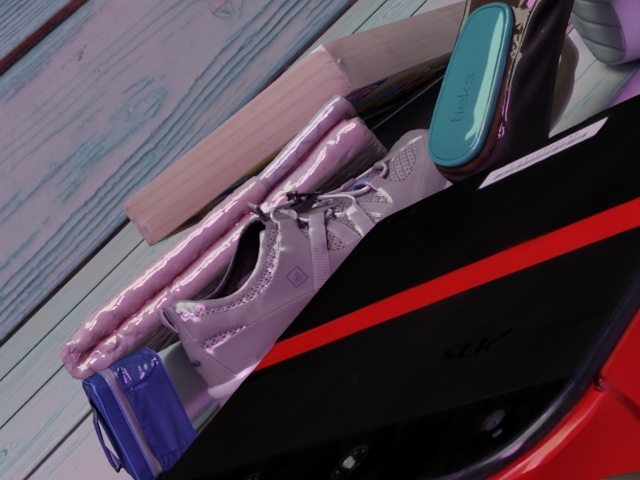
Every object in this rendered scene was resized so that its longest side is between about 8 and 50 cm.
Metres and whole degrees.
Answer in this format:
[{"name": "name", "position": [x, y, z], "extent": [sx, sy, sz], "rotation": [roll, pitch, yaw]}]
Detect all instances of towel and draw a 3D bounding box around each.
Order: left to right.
[{"name": "towel", "position": [-0.074, 0.001, 1.180], "extent": [0.317, 0.053, 0.332], "rotation": [-41, -4, 3]}]

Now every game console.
[{"name": "game console", "position": [0.074, 0.053, 0.700], "extent": [0.386, 0.060, 0.342], "rotation": [-26, 18, 52]}]

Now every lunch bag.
[{"name": "lunch bag", "position": [-0.137, 0.137, 0.982], "extent": [0.065, 0.098, 0.067], "rotation": [-26, 5, -16]}]

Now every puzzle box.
[{"name": "puzzle box", "position": [0.006, -0.131, 1.335], "extent": [0.272, 0.052, 0.409], "rotation": [-36, -2, 30]}]

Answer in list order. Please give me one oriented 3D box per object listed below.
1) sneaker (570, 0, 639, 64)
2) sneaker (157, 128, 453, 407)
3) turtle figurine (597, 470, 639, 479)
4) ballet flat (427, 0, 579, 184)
[{"name": "sneaker", "position": [0.237, -0.212, 1.040], "extent": [0.091, 0.094, 0.258], "rotation": [-20, 24, 6]}, {"name": "sneaker", "position": [0.000, 0.000, 0.970], "extent": [0.281, 0.115, 0.105], "rotation": [-48, 13, -26]}, {"name": "turtle figurine", "position": [0.094, 0.104, 0.312], "extent": [0.234, 0.118, 0.175], "rotation": [-41, 10, -24]}, {"name": "ballet flat", "position": [0.146, -0.166, 0.917], "extent": [0.095, 0.096, 0.280], "rotation": [15, 89, 52]}]
